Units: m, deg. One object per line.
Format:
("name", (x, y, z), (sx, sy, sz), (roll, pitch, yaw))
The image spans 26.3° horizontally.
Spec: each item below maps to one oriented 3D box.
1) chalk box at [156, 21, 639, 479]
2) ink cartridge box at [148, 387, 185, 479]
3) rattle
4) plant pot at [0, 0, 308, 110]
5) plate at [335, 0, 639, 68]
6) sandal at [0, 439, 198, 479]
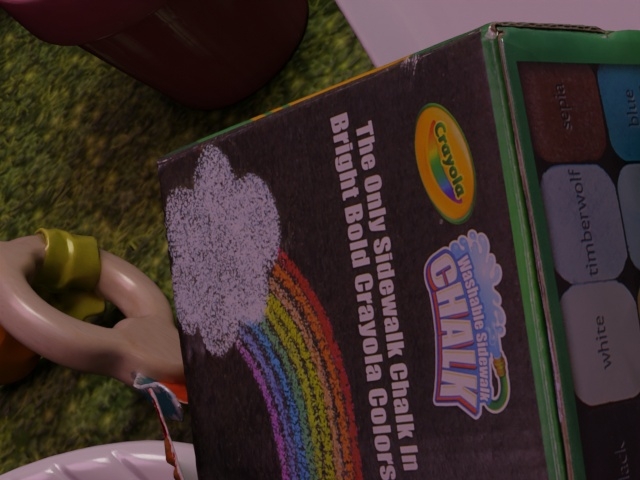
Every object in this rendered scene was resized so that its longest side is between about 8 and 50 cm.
("chalk box", (0.091, 0.019, 0.562), (0.289, 0.179, 0.180), (-13, 83, 50))
("ink cartridge box", (-0.054, 0.191, 0.589), (0.056, 0.181, 0.224), (-20, 76, -10))
("rattle", (-0.147, 0.093, 0.868), (0.200, 0.130, 0.142), (39, 99, 20))
("plant pot", (-0.109, -0.193, 0.960), (0.201, 0.180, 0.201), (-21, 49, 25))
("plate", (0.160, -0.138, 0.710), (0.278, 0.277, 0.045), (-30, 2, 17))
("sandal", (-0.196, 0.236, 0.768), (0.416, 0.169, 0.102), (-32, 4, 7))
